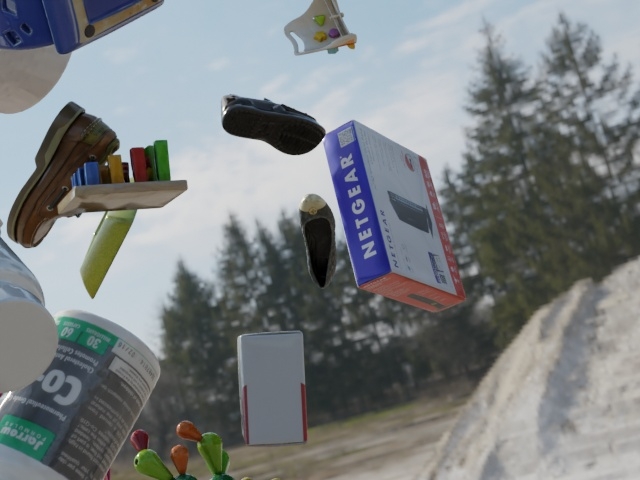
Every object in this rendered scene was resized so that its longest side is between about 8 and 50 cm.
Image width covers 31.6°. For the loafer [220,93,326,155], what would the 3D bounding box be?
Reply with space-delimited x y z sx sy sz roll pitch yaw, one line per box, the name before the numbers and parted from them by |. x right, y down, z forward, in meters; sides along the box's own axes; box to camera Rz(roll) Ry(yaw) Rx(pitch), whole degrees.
loafer | -0.082 -0.212 1.950 0.220 0.078 0.080 15 -52 -42

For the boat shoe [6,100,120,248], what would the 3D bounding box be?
boat shoe | -0.408 -0.077 1.787 0.307 0.104 0.110 -55 4 43

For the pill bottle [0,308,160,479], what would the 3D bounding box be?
pill bottle | -0.413 0.304 1.743 0.204 0.361 0.204 19 -31 12

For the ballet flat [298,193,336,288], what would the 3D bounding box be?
ballet flat | 0.000 0.000 1.826 0.058 0.173 0.049 -9 34 3

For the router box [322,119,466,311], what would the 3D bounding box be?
router box | 0.150 -0.042 2.273 0.082 0.335 0.301 -25 -25 27

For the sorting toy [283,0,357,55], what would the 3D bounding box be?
sorting toy | -0.003 -0.250 1.360 0.075 0.083 0.045 -19 -33 -4

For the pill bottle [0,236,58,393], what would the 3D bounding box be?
pill bottle | -0.362 0.063 1.176 0.131 0.131 0.229 -10 26 -31

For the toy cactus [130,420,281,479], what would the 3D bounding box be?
toy cactus | -0.119 0.304 1.286 0.219 0.180 0.112 38 -77 -29

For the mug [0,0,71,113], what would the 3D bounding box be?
mug | -0.588 -0.385 1.891 0.374 0.276 0.328 8 -7 34

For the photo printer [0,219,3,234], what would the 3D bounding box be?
photo printer | -0.596 -0.108 1.528 0.107 0.256 0.307 -51 -28 -11

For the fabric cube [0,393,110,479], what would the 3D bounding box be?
fabric cube | -0.504 0.339 2.004 0.258 0.259 0.254 -1 -33 -8

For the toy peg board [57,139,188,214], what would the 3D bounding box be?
toy peg board | -0.295 -0.093 1.652 0.161 0.079 0.161 -4 -7 -22

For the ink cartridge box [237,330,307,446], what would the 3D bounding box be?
ink cartridge box | -0.059 0.173 1.339 0.072 0.127 0.175 -3 -6 -6

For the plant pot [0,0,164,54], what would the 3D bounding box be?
plant pot | -0.364 -0.405 1.615 0.212 0.236 0.236 20 42 35

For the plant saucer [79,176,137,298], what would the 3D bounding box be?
plant saucer | -0.381 -0.017 2.053 0.045 0.188 0.188 25 -61 -13
